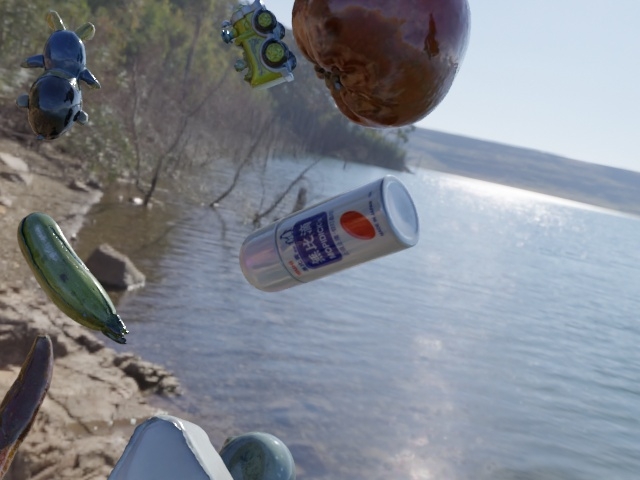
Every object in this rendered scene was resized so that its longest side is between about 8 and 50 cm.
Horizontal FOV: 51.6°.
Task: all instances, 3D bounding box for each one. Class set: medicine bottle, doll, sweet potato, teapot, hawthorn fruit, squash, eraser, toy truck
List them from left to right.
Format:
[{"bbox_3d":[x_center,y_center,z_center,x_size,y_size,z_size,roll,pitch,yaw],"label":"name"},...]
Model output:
[{"bbox_3d":[-0.466,0.268,1.022,0.058,0.255,0.078,29,-43,-24],"label":"sweet potato"},{"bbox_3d":[-0.345,-0.210,0.875,0.102,0.179,0.089,15,-22,-18],"label":"doll"},{"bbox_3d":[-0.483,0.080,1.266,0.341,0.094,0.094,48,20,16],"label":"squash"},{"bbox_3d":[-0.256,0.461,1.143,0.331,0.331,0.150,15,-16,15],"label":"eraser"},{"bbox_3d":[-0.142,0.511,1.415,0.294,0.193,0.129,39,-16,45],"label":"teapot"},{"bbox_3d":[-0.080,-0.248,0.839,0.076,0.111,0.076,-21,1,8],"label":"toy truck"},{"bbox_3d":[0.000,0.000,1.177,0.340,0.130,0.130,-20,-11,32],"label":"medicine bottle"},{"bbox_3d":[0.096,-0.323,1.028,0.284,0.284,0.284,12,8,-2],"label":"hawthorn fruit"}]
